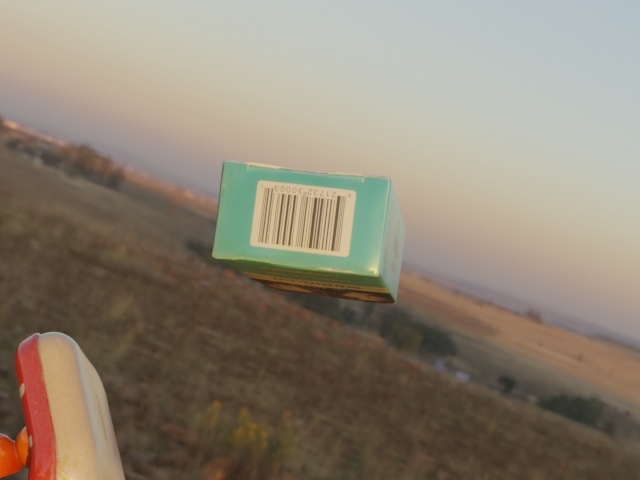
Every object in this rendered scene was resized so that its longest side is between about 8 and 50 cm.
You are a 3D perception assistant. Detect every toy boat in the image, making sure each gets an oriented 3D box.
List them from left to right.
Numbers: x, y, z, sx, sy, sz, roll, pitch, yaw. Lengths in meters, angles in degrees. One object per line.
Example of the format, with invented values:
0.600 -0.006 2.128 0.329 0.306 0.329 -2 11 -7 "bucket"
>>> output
-0.298 0.219 1.365 0.151 0.151 0.231 70 0 -54 "toy boat"

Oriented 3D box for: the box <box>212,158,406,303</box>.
0.000 0.000 0.859 0.101 0.060 0.244 7 -6 7 "box"
